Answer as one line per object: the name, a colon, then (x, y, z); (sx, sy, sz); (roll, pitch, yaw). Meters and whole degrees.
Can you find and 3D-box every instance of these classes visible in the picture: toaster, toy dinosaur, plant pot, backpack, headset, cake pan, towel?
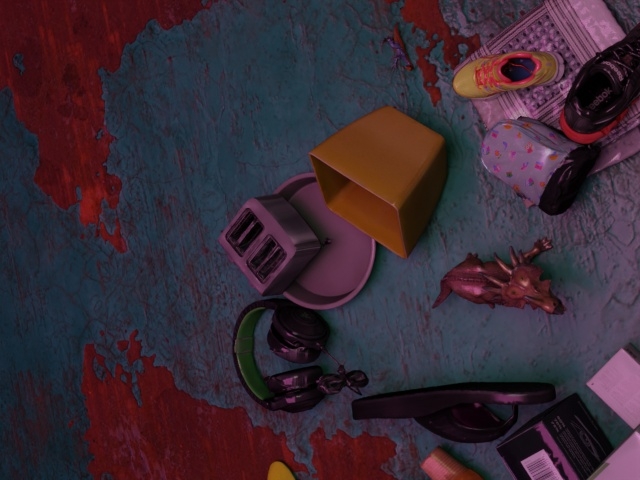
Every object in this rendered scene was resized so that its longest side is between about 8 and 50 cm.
toaster: (-0.103, 0.006, 1.863); (0.168, 0.110, 0.186); (50, 118, 17)
toy dinosaur: (0.310, 0.075, 1.622); (0.295, 0.200, 0.127); (-8, 91, 33)
plant pot: (0.130, -0.129, 1.699); (0.212, 0.212, 0.187); (34, 73, 24)
toy dinosaur: (0.160, -0.378, 1.764); (0.082, 0.047, 0.090); (34, 102, 5)
backpack: (0.376, -0.146, 1.556); (0.182, 0.115, 0.152); (41, 119, 28)
headset: (-0.066, 0.261, 1.887); (0.394, 0.185, 0.243); (8, 100, 43)
cake pan: (0.000, 0.000, 1.895); (0.293, 0.054, 0.293); (4, 97, 32)
towel: (0.428, -0.262, 1.598); (0.312, 0.056, 0.324); (-33, 79, 30)

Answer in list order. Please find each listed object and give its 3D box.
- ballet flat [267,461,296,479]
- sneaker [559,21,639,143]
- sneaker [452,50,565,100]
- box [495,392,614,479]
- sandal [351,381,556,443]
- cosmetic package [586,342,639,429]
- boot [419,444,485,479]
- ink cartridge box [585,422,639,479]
ballet flat: (-0.077, 0.618, 1.996); (0.077, 0.077, 0.231); (-21, 84, 33)
sneaker: (0.500, -0.280, 1.438); (0.276, 0.135, 0.097); (-47, 71, 7)
sneaker: (0.323, -0.303, 1.587); (0.208, 0.094, 0.081); (-9, 92, 37)
box: (0.428, 0.383, 1.577); (0.108, 0.207, 0.153); (-40, 73, 29)
sandal: (0.260, 0.335, 1.710); (0.445, 0.167, 0.107); (-15, 81, 41)
cosmetic package: (0.594, 0.300, 1.550); (0.239, 0.060, 0.099); (46, 117, 19)
boot: (0.234, 0.581, 1.782); (0.211, 0.104, 0.295); (43, 111, 21)
ink cartridge box: (0.525, 0.362, 1.440); (0.093, 0.212, 0.154); (46, 118, 23)
